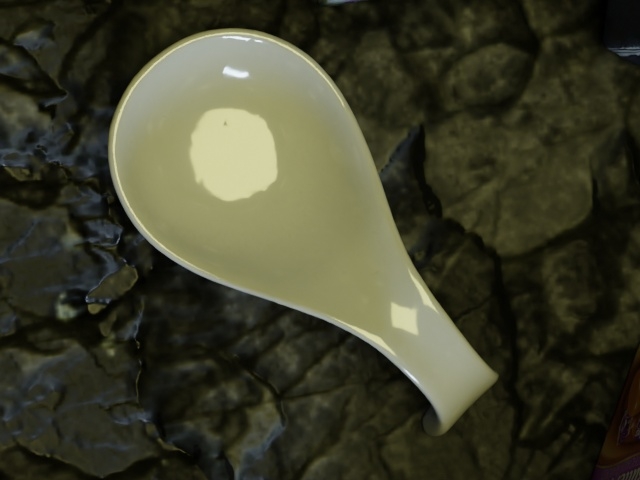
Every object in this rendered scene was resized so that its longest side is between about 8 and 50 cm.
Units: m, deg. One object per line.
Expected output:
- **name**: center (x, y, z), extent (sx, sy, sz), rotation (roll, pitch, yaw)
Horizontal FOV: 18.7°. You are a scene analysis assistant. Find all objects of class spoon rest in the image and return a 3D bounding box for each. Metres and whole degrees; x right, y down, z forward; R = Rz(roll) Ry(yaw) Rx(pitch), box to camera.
- **spoon rest**: center (0.000, 0.000, 1.088), extent (0.137, 0.084, 0.276), rotation (-46, 101, -7)

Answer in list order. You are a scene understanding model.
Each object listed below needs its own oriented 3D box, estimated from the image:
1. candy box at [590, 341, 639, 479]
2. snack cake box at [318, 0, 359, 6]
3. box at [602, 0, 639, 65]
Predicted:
- **candy box**: center (0.195, 0.156, 1.124), extent (0.053, 0.109, 0.186), rotation (19, 88, -12)
- **snack cake box**: center (0.027, -0.267, 1.048), extent (0.089, 0.152, 0.264), rotation (-12, 94, -11)
- **box**: center (0.384, -0.310, 0.941), extent (0.297, 0.472, 0.480), rotation (3, 95, -17)
